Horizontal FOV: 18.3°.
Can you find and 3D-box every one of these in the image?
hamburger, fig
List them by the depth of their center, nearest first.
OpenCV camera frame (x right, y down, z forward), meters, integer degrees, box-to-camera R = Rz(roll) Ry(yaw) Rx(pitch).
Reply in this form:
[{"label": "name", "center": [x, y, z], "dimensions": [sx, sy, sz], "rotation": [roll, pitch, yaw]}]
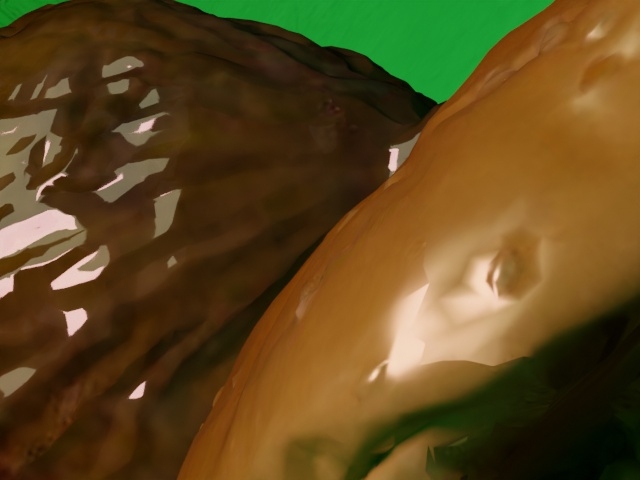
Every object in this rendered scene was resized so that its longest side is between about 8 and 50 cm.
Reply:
[{"label": "hamburger", "center": [0.094, 0.026, 0.494], "dimensions": [0.318, 0.158, 0.318], "rotation": [-41, -11, -10]}, {"label": "fig", "center": [0.000, 0.000, 0.779], "dimensions": [0.369, 0.286, 0.286], "rotation": [-29, 30, 36]}]
